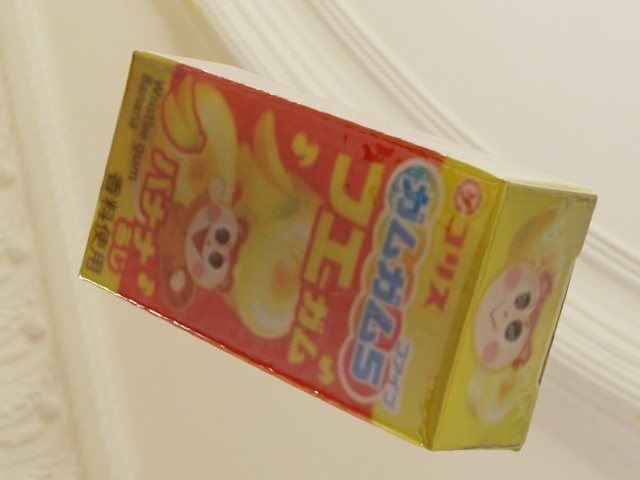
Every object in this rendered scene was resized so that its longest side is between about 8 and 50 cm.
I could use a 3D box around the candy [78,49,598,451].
[{"bbox_3d":[0.000,0.000,0.972,0.276,0.088,0.146,24,-78,39],"label":"candy"}]
